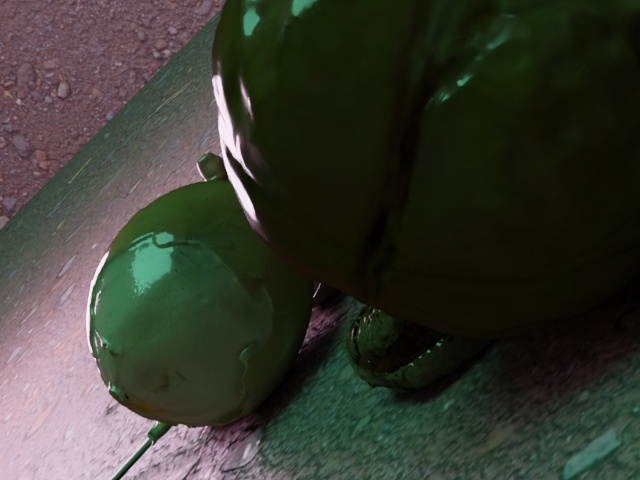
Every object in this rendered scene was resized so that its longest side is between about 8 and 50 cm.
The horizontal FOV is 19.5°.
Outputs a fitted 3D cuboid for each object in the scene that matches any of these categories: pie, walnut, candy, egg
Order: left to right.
[{"bbox_3d":[-0.159,0.189,1.831,0.194,0.058,0.062,-49,42,36],"label":"candy"},{"bbox_3d":[-0.104,0.049,1.708,0.201,0.201,0.244,-34,20,42],"label":"egg"},{"bbox_3d":[0.094,0.035,1.424,0.193,0.079,0.163,-44,10,8],"label":"pie"},{"bbox_3d":[0.116,-0.128,1.260,0.398,0.354,0.308,-54,-10,-24],"label":"walnut"}]

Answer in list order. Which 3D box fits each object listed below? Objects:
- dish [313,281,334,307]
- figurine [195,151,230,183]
[{"bbox_3d":[0.000,0.000,1.809,0.141,0.078,0.141,3,94,56],"label":"dish"},{"bbox_3d":[-0.046,-0.080,1.997,0.257,0.167,0.192,-66,21,18],"label":"figurine"}]
